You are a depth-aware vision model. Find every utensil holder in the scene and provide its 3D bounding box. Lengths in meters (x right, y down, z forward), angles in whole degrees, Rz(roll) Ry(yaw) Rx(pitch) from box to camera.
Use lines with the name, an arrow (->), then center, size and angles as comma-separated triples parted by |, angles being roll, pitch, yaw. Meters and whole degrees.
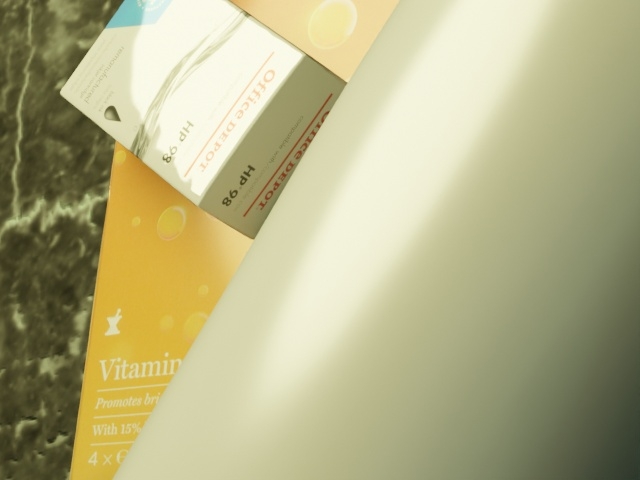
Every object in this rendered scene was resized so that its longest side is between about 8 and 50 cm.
utensil holder -> 0.103, 0.083, 0.749 | 0.327, 0.327, 0.385 | 26, 85, 39

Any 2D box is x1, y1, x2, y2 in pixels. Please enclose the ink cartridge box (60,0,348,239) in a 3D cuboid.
ink cartridge box -> -0.054, -0.075, 0.990 | 0.180, 0.060, 0.104 | 38, 93, 38

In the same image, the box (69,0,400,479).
box -> 0.000, 0.000, 1.069 | 0.215, 0.168, 0.345 | -8, 66, 32
